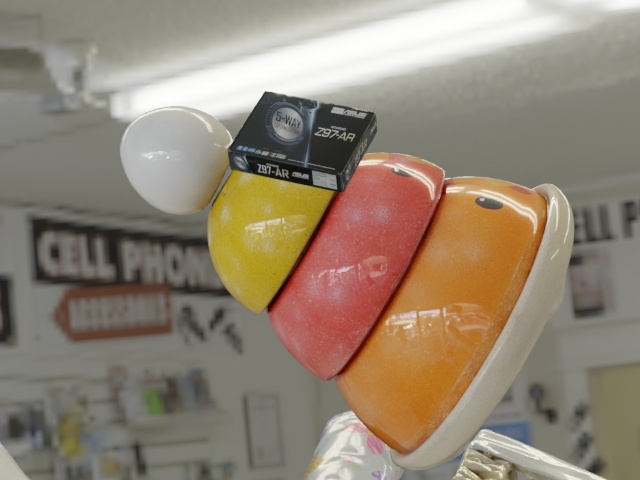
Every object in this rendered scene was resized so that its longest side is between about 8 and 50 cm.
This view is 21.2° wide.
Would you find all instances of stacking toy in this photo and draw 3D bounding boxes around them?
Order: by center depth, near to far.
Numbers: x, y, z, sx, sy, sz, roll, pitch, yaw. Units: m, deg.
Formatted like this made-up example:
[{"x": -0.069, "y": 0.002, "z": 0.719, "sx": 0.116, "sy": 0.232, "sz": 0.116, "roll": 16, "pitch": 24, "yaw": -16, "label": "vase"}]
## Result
[{"x": 0.000, "y": 0.000, "z": 1.847, "sx": 0.480, "sy": 0.350, "sz": 0.350, "roll": 29, "pitch": -14, "yaw": -7, "label": "stacking toy"}]

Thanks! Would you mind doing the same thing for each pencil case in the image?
[{"x": 0.038, "y": 0.315, "z": 2.129, "sx": 0.124, "sy": 0.113, "sz": 0.273, "roll": 30, "pitch": 23, "yaw": -3, "label": "pencil case"}]

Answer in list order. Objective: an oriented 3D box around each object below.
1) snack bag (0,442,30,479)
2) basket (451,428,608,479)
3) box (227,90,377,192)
[{"x": -0.110, "y": 0.185, "z": 0.712, "sx": 0.037, "sy": 0.342, "sz": 0.323, "roll": -44, "pitch": -14, "yaw": 2, "label": "snack bag"}, {"x": 0.106, "y": 0.218, "z": 1.017, "sx": 0.113, "sy": 0.167, "sz": 0.103, "roll": 23, "pitch": 27, "yaw": 15, "label": "basket"}, {"x": -0.012, "y": -0.067, "z": 1.155, "sx": 0.083, "sy": 0.067, "sz": 0.018, "roll": 13, "pitch": -42, "yaw": 19, "label": "box"}]
